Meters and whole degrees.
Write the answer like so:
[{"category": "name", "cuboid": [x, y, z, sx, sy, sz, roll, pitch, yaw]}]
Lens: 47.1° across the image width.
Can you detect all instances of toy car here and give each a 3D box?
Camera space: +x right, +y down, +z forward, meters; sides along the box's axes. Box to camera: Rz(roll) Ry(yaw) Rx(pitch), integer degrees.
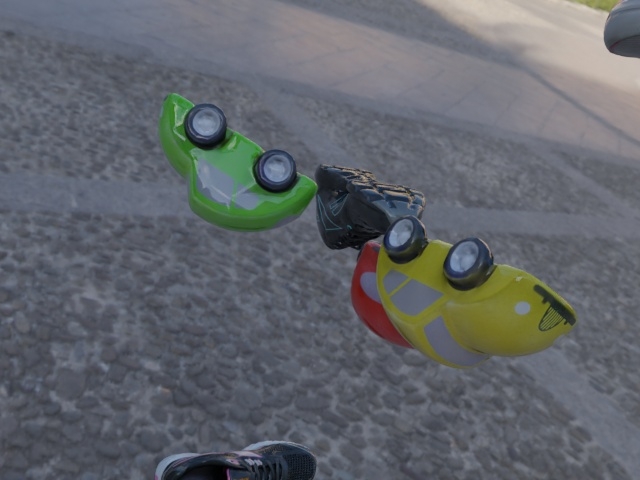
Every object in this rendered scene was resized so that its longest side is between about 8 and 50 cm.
[{"category": "toy car", "cuboid": [0.000, 0.000, 0.406, 0.225, 0.053, 0.239, 32, -6, -2]}]

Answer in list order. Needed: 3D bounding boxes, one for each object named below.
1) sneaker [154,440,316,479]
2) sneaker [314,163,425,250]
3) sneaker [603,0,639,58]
[{"category": "sneaker", "cuboid": [-0.087, 0.260, 0.797, 0.178, 0.072, 0.077, -5, -11, -17]}, {"category": "sneaker", "cuboid": [0.057, -0.031, 0.947, 0.101, 0.106, 0.267, 8, 10, -16]}, {"category": "sneaker", "cuboid": [0.293, -0.096, 0.491, 0.103, 0.111, 0.252, 3, 26, -42]}]
